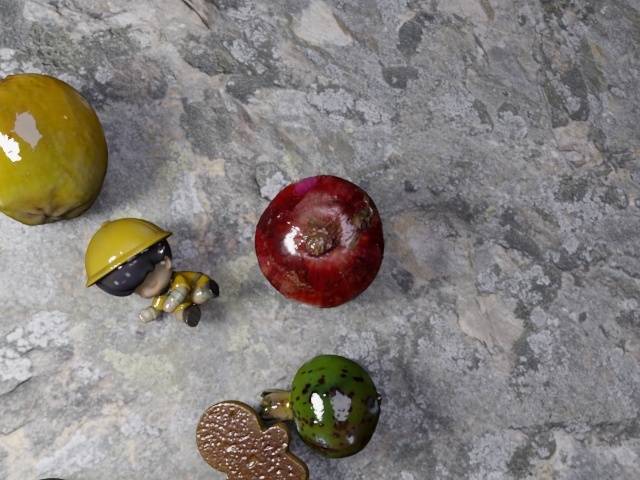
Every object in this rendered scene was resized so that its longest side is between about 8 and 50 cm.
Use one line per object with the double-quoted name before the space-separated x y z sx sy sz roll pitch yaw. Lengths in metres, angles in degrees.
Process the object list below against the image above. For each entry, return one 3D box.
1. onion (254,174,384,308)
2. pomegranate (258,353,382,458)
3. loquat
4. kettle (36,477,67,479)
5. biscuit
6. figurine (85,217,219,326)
"onion" 0.000 0.000 1.443 0.276 0.276 0.276 6 69 -15
"pomegranate" -0.001 0.324 1.374 0.247 0.202 0.202 -9 71 12
"loquat" -0.550 -0.175 1.343 0.276 0.276 0.284 -17 79 -22
"kettle" -0.435 0.487 1.133 0.160 0.243 0.211 -38 86 -25
"biscuit" -0.134 0.406 1.332 0.236 0.039 0.180 42 98 8
"figurine" -0.334 0.061 1.372 0.256 0.192 0.167 36 34 -27
